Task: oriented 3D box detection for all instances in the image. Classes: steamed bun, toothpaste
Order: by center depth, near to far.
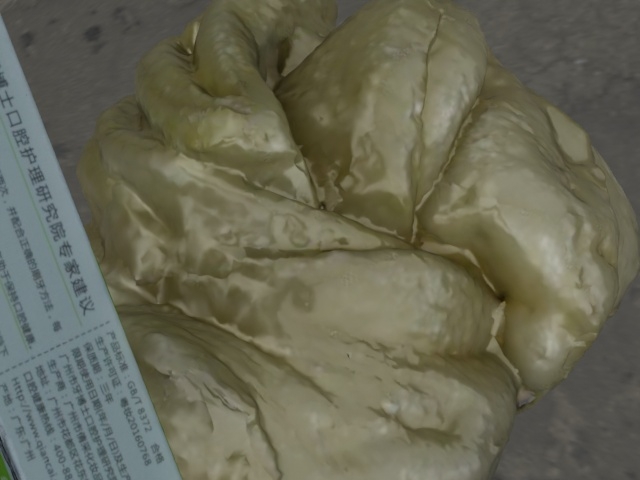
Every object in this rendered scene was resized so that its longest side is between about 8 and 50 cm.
[{"bbox_3d":[-0.125,-0.001,0.600,0.067,0.081,0.336,-25,98,-42],"label":"toothpaste"},{"bbox_3d":[-0.001,-0.003,0.973,0.372,0.325,0.230,-40,133,-30],"label":"steamed bun"}]
